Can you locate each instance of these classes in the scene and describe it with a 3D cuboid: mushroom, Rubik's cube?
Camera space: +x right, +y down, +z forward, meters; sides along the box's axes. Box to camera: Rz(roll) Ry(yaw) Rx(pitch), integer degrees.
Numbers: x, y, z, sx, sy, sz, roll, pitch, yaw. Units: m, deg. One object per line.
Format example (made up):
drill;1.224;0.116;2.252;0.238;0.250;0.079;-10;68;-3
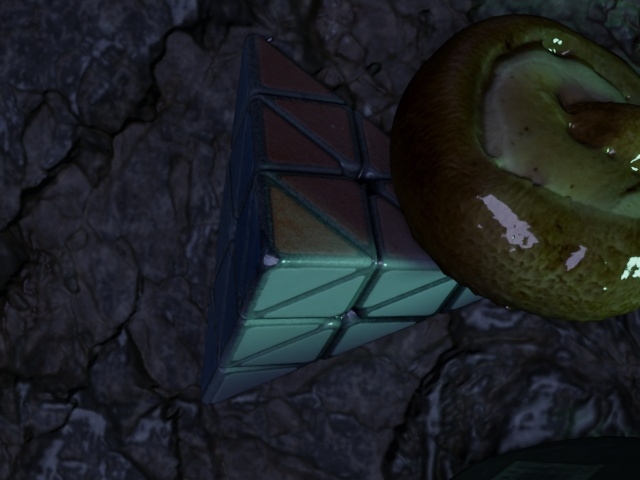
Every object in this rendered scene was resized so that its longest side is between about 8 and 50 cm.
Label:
mushroom;0.166;-0.049;1.182;0.253;0.253;0.153;36;136;6
Rubik's cube;0.000;-0.002;1.254;0.233;0.229;0.228;-48;128;-26

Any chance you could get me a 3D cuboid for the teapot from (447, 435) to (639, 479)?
teapot;0.168;0.318;1.211;0.305;0.223;0.285;-11;98;7
